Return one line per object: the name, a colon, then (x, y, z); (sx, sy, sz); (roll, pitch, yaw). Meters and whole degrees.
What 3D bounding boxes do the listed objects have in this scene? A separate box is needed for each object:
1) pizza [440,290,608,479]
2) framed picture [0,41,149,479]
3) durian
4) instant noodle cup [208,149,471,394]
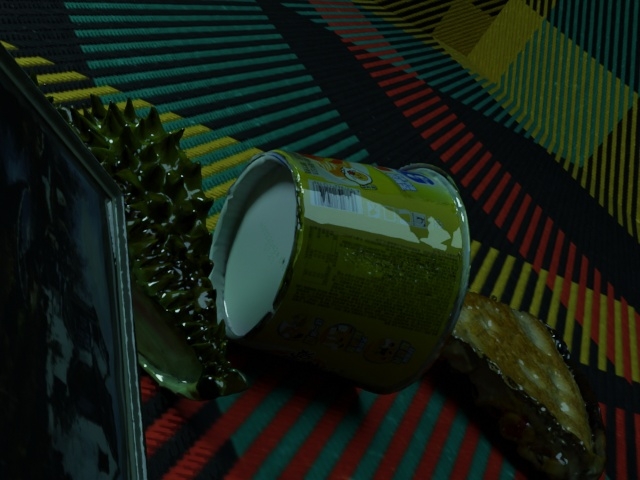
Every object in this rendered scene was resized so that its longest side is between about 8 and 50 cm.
pizza: (0.181, 0.142, 0.947); (0.287, 0.074, 0.251); (21, 25, -32)
framed picture: (-0.131, 0.036, 0.453); (0.232, 0.019, 0.296); (62, 14, -59)
durian: (-0.160, -0.031, 0.711); (0.106, 0.132, 0.375); (-16, 59, -49)
instant noodle cup: (0.007, 0.018, 0.784); (0.153, 0.205, 0.205); (14, 29, -31)
